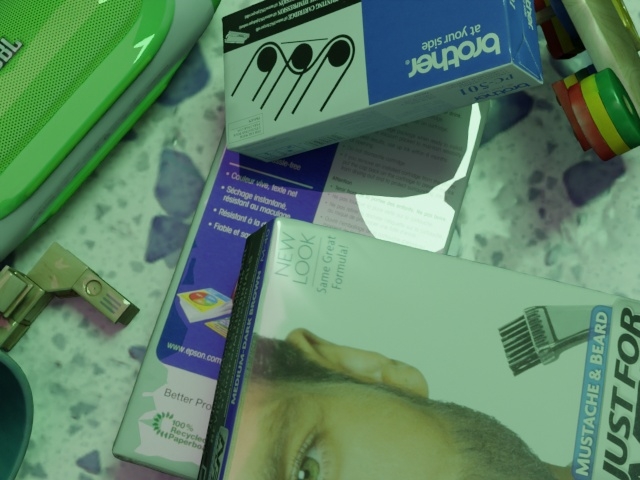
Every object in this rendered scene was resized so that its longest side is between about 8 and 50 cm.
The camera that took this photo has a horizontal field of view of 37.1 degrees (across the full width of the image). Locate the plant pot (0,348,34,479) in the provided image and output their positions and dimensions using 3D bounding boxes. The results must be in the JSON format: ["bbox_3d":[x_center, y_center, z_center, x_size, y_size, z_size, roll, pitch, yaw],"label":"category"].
[{"bbox_3d":[-0.366,0.096,0.578,0.255,0.271,0.271,37,81,23],"label":"plant pot"}]

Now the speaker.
[{"bbox_3d":[-0.201,-0.107,0.673,0.131,0.131,0.296,38,82,9],"label":"speaker"}]

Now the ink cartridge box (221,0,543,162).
[{"bbox_3d":[0.030,-0.120,0.593,0.207,0.046,0.097,-11,75,35],"label":"ink cartridge box"}]

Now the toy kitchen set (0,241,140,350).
[{"bbox_3d":[-0.188,0.053,0.667,0.075,0.068,0.083,37,82,9],"label":"toy kitchen set"}]

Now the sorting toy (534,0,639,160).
[{"bbox_3d":[0.174,-0.122,0.621,0.046,0.274,0.132,-27,88,27],"label":"sorting toy"}]

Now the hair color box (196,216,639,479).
[{"bbox_3d":[0.107,0.116,0.581,0.339,0.110,0.185,12,80,-10],"label":"hair color box"}]

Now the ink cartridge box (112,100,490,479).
[{"bbox_3d":[0.000,0.000,0.675,0.176,0.069,0.370,17,82,6],"label":"ink cartridge box"}]
